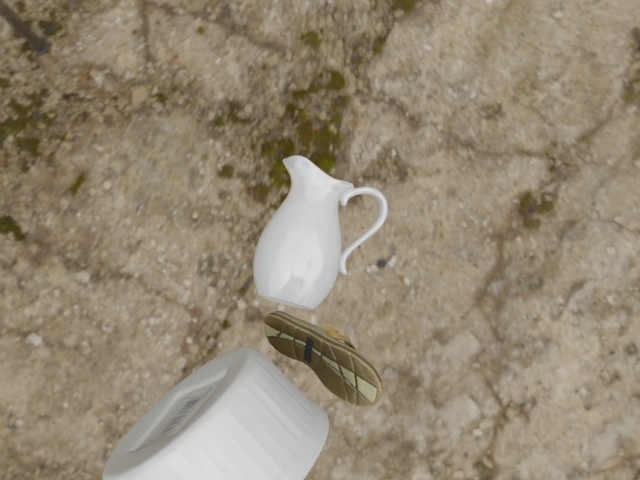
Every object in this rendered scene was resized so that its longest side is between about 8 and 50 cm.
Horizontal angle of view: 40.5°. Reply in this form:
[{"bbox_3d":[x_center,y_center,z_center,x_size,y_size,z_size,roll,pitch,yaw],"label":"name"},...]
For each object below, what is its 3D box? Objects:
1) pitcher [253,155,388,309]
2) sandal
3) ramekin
[{"bbox_3d":[0.000,0.000,1.280,0.177,0.125,0.207,17,81,-11],"label":"pitcher"},{"bbox_3d":[0.008,0.138,1.088,0.180,0.049,0.072,30,126,24],"label":"sandal"},{"bbox_3d":[-0.137,0.259,1.082,0.277,0.277,0.135,-36,100,15],"label":"ramekin"}]
